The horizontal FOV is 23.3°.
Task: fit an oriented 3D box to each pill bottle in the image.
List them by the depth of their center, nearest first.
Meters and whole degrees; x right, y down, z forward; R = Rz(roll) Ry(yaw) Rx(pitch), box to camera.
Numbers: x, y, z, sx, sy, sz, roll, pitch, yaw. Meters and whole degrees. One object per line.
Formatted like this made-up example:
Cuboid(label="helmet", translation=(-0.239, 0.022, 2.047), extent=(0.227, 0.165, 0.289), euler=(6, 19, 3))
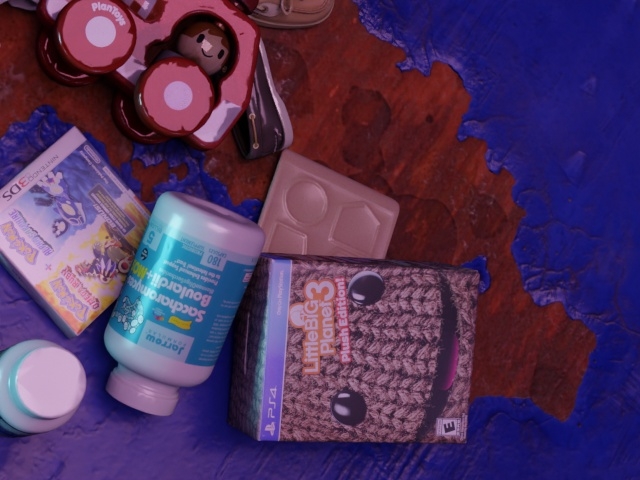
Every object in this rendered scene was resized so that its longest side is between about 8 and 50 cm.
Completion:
Cuboid(label="pill bottle", translation=(-0.345, 0.176, 1.850), extent=(0.112, 0.186, 0.112), euler=(5, 78, -24))
Cuboid(label="pill bottle", translation=(-0.180, 0.082, 1.944), extent=(0.146, 0.146, 0.264), euler=(20, 97, -21))

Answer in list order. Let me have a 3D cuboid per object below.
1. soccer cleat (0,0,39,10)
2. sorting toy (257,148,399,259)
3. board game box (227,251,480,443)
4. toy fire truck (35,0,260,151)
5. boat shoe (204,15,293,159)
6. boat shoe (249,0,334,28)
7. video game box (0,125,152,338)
Cuboid(label="soccer cleat", translation=(-0.383, -0.385, 1.990), extent=(0.143, 0.116, 0.331), euler=(42, 71, -24))
Cuboid(label="sorting toy", translation=(0.000, 0.000, 2.133), extent=(0.193, 0.038, 0.208), euler=(25, 67, -19))
Cuboid(label="board game box", translation=(0.042, 0.140, 2.028), extent=(0.291, 0.141, 0.232), euler=(3, 92, -20))
Cuboid(label="toy fire truck", translation=(-0.204, -0.273, 1.989), extent=(0.302, 0.169, 0.254), euler=(38, 78, -15))
Cuboid(label="boat shoe", translation=(-0.110, -0.221, 2.093), extent=(0.068, 0.081, 0.228), euler=(-25, 94, -31))
Cuboid(label="boat shoe", translation=(-0.102, -0.367, 2.120), extent=(0.285, 0.089, 0.105), euler=(14, 74, -23))
Cuboid(label="video game box", translation=(-0.317, -0.011, 1.978), extent=(0.187, 0.048, 0.205), euler=(-45, 100, -22))
